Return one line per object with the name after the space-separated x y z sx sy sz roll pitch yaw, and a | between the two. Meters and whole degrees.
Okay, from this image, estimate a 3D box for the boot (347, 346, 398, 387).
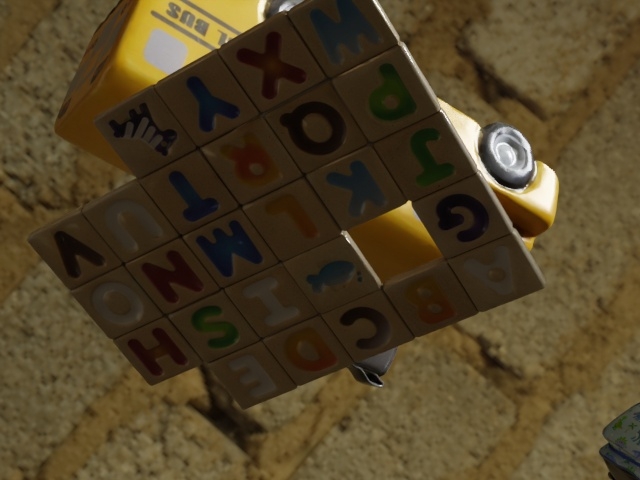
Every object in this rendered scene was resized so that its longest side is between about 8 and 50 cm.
0.000 0.000 1.023 0.229 0.091 0.263 7 95 -43 | boot

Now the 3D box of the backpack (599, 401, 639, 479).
0.382 0.229 1.278 0.114 0.084 0.105 -33 -157 -13 | backpack

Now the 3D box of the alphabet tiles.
-0.031 -0.004 0.608 0.237 0.198 0.009 -25 -153 21 | alphabet tiles

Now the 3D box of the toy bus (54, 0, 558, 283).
0.003 -0.060 0.777 0.108 0.332 0.130 -31 -143 52 | toy bus
